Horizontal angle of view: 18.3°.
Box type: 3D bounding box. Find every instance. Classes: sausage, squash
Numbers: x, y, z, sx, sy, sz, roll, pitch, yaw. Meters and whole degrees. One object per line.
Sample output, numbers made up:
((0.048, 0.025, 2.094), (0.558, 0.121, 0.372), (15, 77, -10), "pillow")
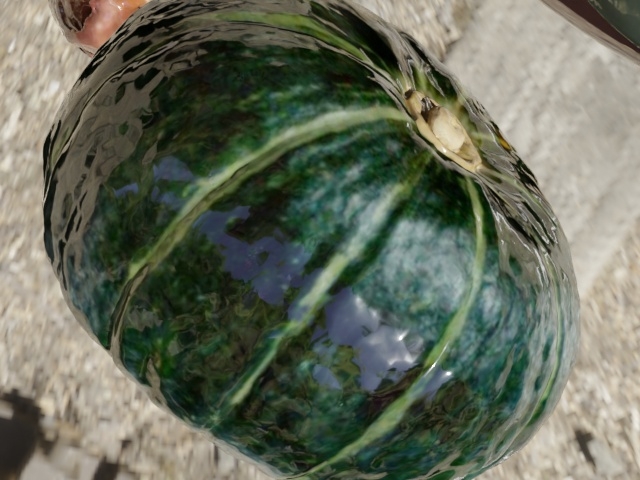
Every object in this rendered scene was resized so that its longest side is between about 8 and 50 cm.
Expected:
((-0.169, -0.226, 1.774), (0.152, 0.280, 0.152), (-1, 98, -9), "sausage")
((0.000, 0.000, 0.869), (0.252, 0.252, 0.165), (42, 110, -14), "squash")

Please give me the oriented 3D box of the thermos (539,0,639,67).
((0.157, -0.129, 0.843), (0.176, 0.265, 0.146), (-7, 134, -38), "thermos")
